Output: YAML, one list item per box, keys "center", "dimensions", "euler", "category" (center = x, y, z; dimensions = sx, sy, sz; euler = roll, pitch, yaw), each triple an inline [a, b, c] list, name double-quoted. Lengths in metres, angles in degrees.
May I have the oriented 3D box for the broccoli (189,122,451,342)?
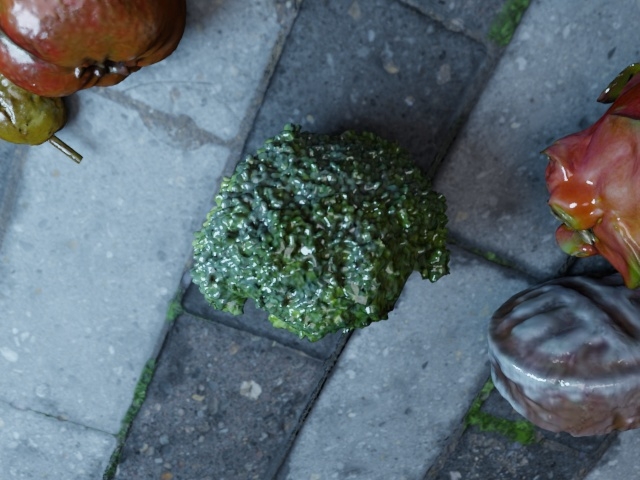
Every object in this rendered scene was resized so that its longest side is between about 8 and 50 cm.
- center: [0.005, -0.017, 0.607]
  dimensions: [0.287, 0.260, 0.236]
  euler: [11, 96, -10]
  category: "broccoli"

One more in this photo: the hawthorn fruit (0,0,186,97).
- center: [-0.255, -0.278, 0.517]
  dimensions: [0.207, 0.207, 0.243]
  euler: [-17, 101, 3]
  category: "hawthorn fruit"

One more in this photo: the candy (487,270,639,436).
- center: [0.364, 0.142, 0.697]
  dimensions: [0.289, 0.214, 0.157]
  euler: [-15, 116, -7]
  category: "candy"

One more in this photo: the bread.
- center: [-0.409, -0.209, 0.588]
  dimensions: [0.124, 0.084, 0.344]
  euler: [-43, 108, 12]
  category: "bread"

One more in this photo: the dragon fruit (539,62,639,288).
- center: [0.406, -0.077, 0.613]
  dimensions: [0.305, 0.225, 0.306]
  euler: [-6, 100, -37]
  category: "dragon fruit"
